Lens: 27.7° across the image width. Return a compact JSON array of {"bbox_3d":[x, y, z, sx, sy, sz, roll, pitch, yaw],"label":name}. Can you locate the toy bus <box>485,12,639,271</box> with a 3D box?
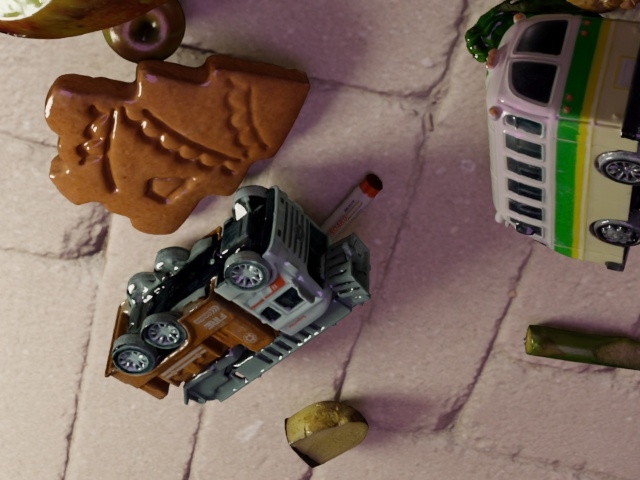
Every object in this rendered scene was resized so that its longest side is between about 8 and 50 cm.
[{"bbox_3d":[0.264,-0.098,1.346,0.179,0.143,0.305,10,157,15],"label":"toy bus"}]

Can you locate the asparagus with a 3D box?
[{"bbox_3d":[0.345,0.138,1.637,0.178,0.041,0.045,8,134,-5],"label":"asparagus"}]

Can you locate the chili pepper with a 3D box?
[{"bbox_3d":[0.243,-0.223,1.372,0.182,0.050,0.073,2,119,-2],"label":"chili pepper"}]

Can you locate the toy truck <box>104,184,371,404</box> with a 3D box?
[{"bbox_3d":[-0.090,0.073,1.537,0.184,0.133,0.338,36,125,-28],"label":"toy truck"}]

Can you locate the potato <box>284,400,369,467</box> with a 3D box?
[{"bbox_3d":[0.011,0.244,1.716,0.103,0.066,0.096,-24,146,8],"label":"potato"}]

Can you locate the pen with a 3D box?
[{"bbox_3d":[0.000,0.000,1.560,0.026,0.026,0.218,31,122,-19],"label":"pen"}]

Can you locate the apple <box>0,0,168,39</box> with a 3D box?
[{"bbox_3d":[-0.217,-0.367,1.100,0.383,0.374,0.374,-19,123,9],"label":"apple"}]

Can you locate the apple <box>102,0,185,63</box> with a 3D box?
[{"bbox_3d":[-0.186,-0.231,1.368,0.089,0.074,0.090,0,125,0],"label":"apple"}]

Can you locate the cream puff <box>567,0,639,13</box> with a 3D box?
[{"bbox_3d":[0.282,-0.298,1.243,0.150,0.165,0.115,12,161,-43],"label":"cream puff"}]

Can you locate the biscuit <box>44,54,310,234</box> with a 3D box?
[{"bbox_3d":[-0.152,-0.115,1.427,0.306,0.043,0.284,-22,142,10],"label":"biscuit"}]
